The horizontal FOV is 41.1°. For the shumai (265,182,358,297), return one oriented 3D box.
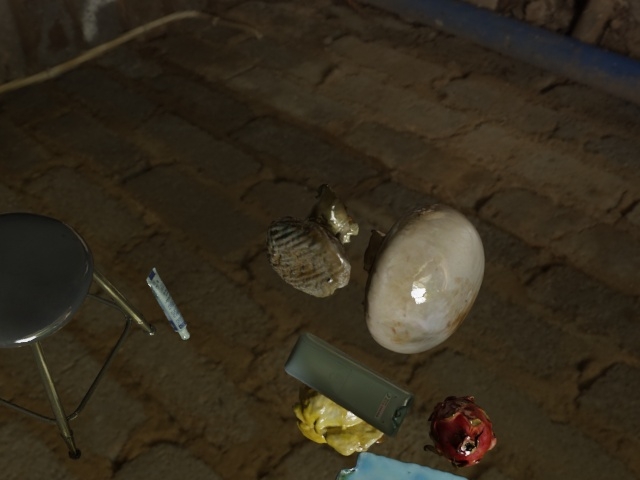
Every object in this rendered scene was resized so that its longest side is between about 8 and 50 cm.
[{"bbox_3d":[0.000,0.000,1.541,0.161,0.153,0.210,51,150,-19],"label":"shumai"}]

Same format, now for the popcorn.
[{"bbox_3d":[0.047,0.388,1.986,0.254,0.191,0.190,18,105,26],"label":"popcorn"}]

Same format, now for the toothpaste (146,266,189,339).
[{"bbox_3d":[-0.396,0.171,2.228,0.037,0.062,0.216,-16,118,16],"label":"toothpaste"}]

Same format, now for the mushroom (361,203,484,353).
[{"bbox_3d":[0.136,0.052,1.235,0.178,0.226,0.226,18,133,29],"label":"mushroom"}]

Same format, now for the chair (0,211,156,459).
[{"bbox_3d":[-0.610,0.168,1.805,0.365,0.361,0.410,21,147,9],"label":"chair"}]

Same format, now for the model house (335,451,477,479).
[{"bbox_3d":[0.144,0.524,1.524,0.262,0.225,0.241,12,159,12],"label":"model house"}]

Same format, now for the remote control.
[{"bbox_3d":[0.053,0.299,1.803,0.293,0.103,0.051,27,180,27],"label":"remote control"}]

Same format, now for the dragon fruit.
[{"bbox_3d":[0.276,0.375,1.662,0.133,0.136,0.166,25,-172,-8],"label":"dragon fruit"}]
